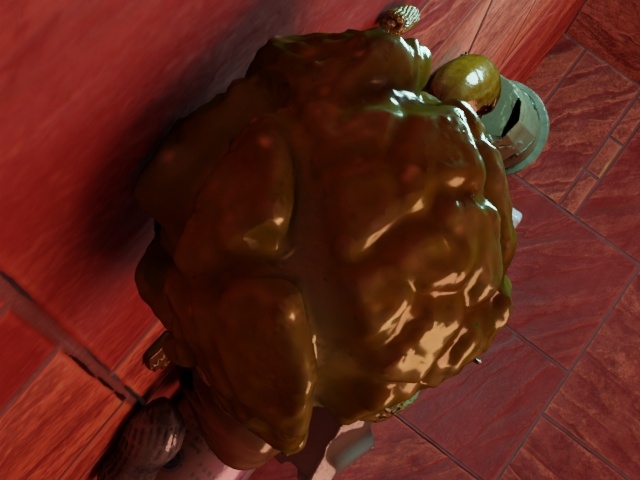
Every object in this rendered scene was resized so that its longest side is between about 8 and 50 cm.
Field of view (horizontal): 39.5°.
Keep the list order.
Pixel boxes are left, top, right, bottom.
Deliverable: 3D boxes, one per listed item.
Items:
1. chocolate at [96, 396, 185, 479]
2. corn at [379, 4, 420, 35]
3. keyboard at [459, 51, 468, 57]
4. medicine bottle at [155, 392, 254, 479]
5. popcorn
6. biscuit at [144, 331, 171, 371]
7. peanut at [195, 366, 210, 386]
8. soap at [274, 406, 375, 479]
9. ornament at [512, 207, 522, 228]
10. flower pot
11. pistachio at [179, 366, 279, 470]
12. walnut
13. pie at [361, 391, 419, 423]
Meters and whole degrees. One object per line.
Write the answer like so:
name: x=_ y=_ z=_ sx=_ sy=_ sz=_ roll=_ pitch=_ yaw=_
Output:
chocolate: x=-0.217 y=0.258 z=1.077 sx=0.167 sy=0.072 sz=0.072 roll=-54 pitch=173 yaw=25
corn: x=0.078 y=-0.214 z=0.870 sx=0.028 sy=0.027 sz=0.083 roll=-38 pitch=-178 yaw=27
keyboard: x=0.219 y=-0.250 z=1.585 sx=0.094 sy=0.025 sz=0.230 roll=-54 pitch=173 yaw=-13
medicine bottle: x=-0.153 y=0.282 z=1.264 sx=0.254 sy=0.152 sz=0.152 roll=-51 pitch=172 yaw=-23
popcorn: x=0.002 y=0.009 z=0.622 sx=0.282 sy=0.247 sz=0.282 roll=-33 pitch=164 yaw=-11
biscuit: x=-0.161 y=0.112 z=0.954 sx=0.082 sy=0.016 sz=0.092 roll=-54 pitch=174 yaw=14
peanut: x=-0.061 y=0.080 z=1.001 sx=0.224 sy=0.129 sz=0.129 roll=-57 pitch=171 yaw=30
soap: x=-0.025 y=0.286 z=1.596 sx=0.159 sy=0.257 sz=0.302 roll=-63 pitch=162 yaw=6
ornament: x=0.096 y=0.012 z=1.213 sx=0.239 sy=0.239 sz=0.240 roll=-55 pitch=172 yaw=24
flower pot: x=0.355 y=-0.244 z=1.821 sx=0.212 sy=0.212 sz=0.202 roll=-54 pitch=165 yaw=8
pistachio: x=-0.102 y=0.202 z=1.120 sx=0.126 sy=0.152 sz=0.223 roll=-57 pitch=-157 yaw=6
walnut: x=0.218 y=-0.225 z=1.380 sx=0.116 sy=0.115 sz=0.207 roll=-58 pitch=171 yaw=33
pie: x=0.046 y=0.138 z=1.371 sx=0.078 sy=0.297 sz=0.371 roll=-36 pitch=179 yaw=29
